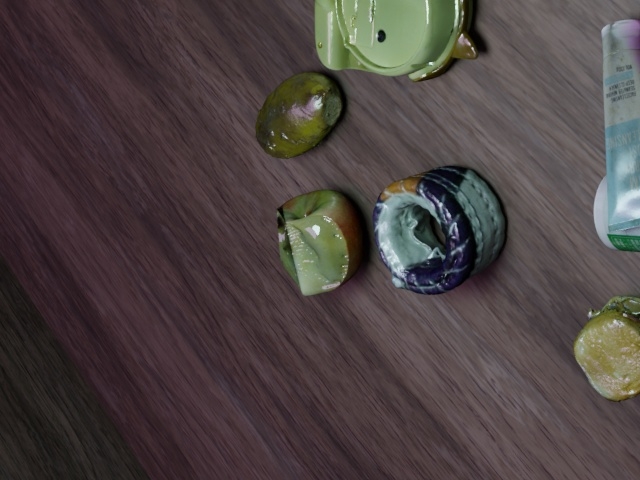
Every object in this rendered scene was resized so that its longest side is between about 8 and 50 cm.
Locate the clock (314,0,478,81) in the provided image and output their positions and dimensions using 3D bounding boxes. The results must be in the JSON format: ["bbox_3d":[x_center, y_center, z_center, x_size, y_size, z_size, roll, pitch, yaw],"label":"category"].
[{"bbox_3d":[0.138,-0.424,1.921,0.348,0.117,0.286,23,122,42],"label":"clock"}]

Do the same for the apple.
[{"bbox_3d":[0.000,0.000,2.217,0.207,0.174,0.188,6,129,46],"label":"apple"}]

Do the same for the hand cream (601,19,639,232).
[{"bbox_3d":[0.460,-0.171,1.598,0.111,0.070,0.313,-16,68,42],"label":"hand cream"}]

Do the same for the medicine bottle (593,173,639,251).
[{"bbox_3d":[0.554,-0.041,1.590,0.274,0.133,0.134,5,109,47],"label":"medicine bottle"}]

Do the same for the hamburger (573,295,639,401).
[{"bbox_3d":[0.509,0.176,1.742,0.159,0.131,0.185,-36,84,41],"label":"hamburger"}]

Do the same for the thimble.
[{"bbox_3d":[0.214,-0.015,1.980,0.237,0.150,0.237,23,123,41],"label":"thimble"}]

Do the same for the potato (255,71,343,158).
[{"bbox_3d":[-0.048,-0.257,2.207,0.251,0.113,0.149,-32,77,52],"label":"potato"}]
